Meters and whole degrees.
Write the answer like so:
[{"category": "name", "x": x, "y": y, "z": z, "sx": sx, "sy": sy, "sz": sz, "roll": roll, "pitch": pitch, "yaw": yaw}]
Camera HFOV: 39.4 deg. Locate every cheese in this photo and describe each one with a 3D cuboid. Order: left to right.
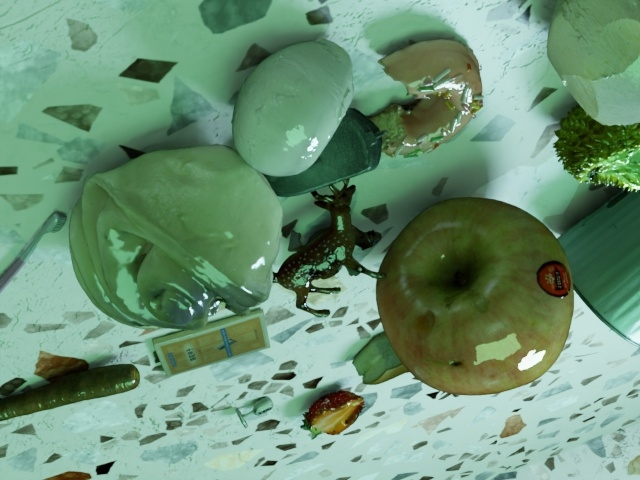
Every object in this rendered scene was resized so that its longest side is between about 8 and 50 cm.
[{"category": "cheese", "x": -0.048, "y": -0.190, "z": 1.311, "sx": 0.154, "sy": 0.189, "sz": 0.198, "roll": 29, "pitch": 128, "yaw": -12}]

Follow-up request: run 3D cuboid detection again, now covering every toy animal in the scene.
[{"category": "toy animal", "x": 0.009, "y": 0.008, "z": 1.598, "sx": 0.243, "sy": 0.087, "sz": 0.260, "roll": -43, "pitch": 128, "yaw": -1}, {"category": "toy animal", "x": 0.021, "y": 0.030, "z": 1.747, "sx": 0.179, "sy": 0.089, "sz": 0.188, "roll": -4, "pitch": 146, "yaw": -32}]

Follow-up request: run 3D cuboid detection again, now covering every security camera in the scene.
[{"category": "security camera", "x": -0.162, "y": 0.430, "z": 2.257, "sx": 0.092, "sy": 0.058, "sz": 0.058, "roll": -27, "pitch": 147, "yaw": -5}]

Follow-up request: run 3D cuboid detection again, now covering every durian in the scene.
[{"category": "durian", "x": 0.543, "y": -0.184, "z": 1.635, "sx": 0.237, "sy": 0.176, "sz": 0.200, "roll": -6, "pitch": 135, "yaw": -31}]

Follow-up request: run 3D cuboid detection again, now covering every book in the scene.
[{"category": "book", "x": -0.232, "y": 0.226, "z": 1.946, "sx": 0.242, "sy": 0.018, "sz": 0.170, "roll": -16, "pitch": 147, "yaw": -7}]

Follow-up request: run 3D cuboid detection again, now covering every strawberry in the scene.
[{"category": "strawberry", "x": 0.027, "y": 0.448, "z": 2.349, "sx": 0.141, "sy": 0.085, "sz": 0.192, "roll": 2, "pitch": 136, "yaw": -19}]

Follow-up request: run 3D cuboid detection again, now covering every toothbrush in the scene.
[{"category": "toothbrush", "x": -0.515, "y": 0.043, "z": 1.523, "sx": 0.286, "sy": 0.020, "sz": 0.025, "roll": -41, "pitch": 149, "yaw": 28}]

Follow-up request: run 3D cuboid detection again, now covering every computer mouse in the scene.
[{"category": "computer mouse", "x": 0.003, "y": -0.144, "z": 1.469, "sx": 0.229, "sy": 0.068, "sz": 0.113, "roll": -20, "pitch": 106, "yaw": 10}]

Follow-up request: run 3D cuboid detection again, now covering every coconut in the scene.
[{"category": "coconut", "x": 0.483, "y": -0.296, "z": 1.372, "sx": 0.245, "sy": 0.247, "sz": 0.245, "roll": -15, "pitch": 148, "yaw": -10}]

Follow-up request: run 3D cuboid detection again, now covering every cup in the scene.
[{"category": "cup", "x": 0.735, "y": -0.015, "z": 1.938, "sx": 0.310, "sy": 0.401, "sz": 0.392, "roll": 36, "pitch": 117, "yaw": -14}]

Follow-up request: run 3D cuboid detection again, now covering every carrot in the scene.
[{"category": "carrot", "x": -0.547, "y": 0.318, "z": 1.869, "sx": 0.343, "sy": 0.070, "sz": 0.070, "roll": -14, "pitch": 147, "yaw": 0}]

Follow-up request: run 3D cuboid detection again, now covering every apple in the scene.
[{"category": "apple", "x": 0.300, "y": 0.109, "z": 1.724, "sx": 0.392, "sy": 0.391, "sz": 0.346, "roll": -28, "pitch": 148, "yaw": 10}]

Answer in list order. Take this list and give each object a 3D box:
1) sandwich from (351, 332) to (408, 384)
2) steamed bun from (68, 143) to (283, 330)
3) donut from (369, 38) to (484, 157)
[{"category": "sandwich", "x": 0.200, "y": 0.271, "z": 2.180, "sx": 0.258, "sy": 0.094, "sz": 0.096, "roll": -25, "pitch": 151, "yaw": 4}, {"category": "steamed bun", "x": -0.220, "y": 0.028, "z": 1.433, "sx": 0.352, "sy": 0.247, "sz": 0.339, "roll": -13, "pitch": 150, "yaw": 3}, {"category": "donut", "x": 0.176, "y": -0.226, "z": 1.456, "sx": 0.199, "sy": 0.085, "sz": 0.232, "roll": -11, "pitch": 148, "yaw": -16}]
